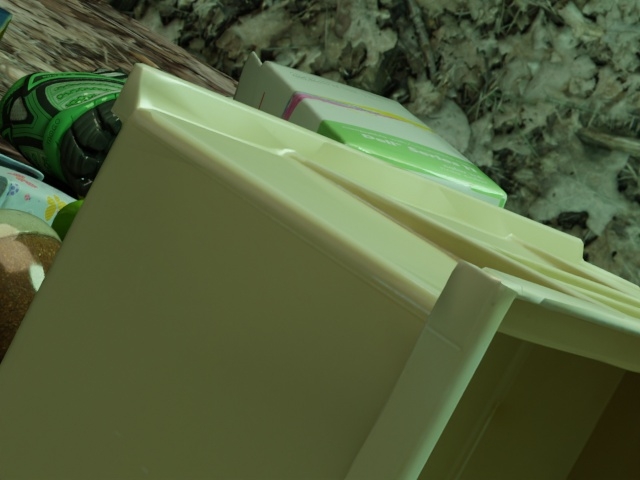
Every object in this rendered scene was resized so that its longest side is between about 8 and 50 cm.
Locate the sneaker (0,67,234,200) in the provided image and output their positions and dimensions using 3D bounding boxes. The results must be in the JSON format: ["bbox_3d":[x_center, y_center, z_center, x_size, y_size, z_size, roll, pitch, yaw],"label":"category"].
[{"bbox_3d":[-0.157,-0.102,1.678,0.146,0.134,0.343,32,10,25],"label":"sneaker"}]

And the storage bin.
[{"bbox_3d":[0.008,0.121,0.497,0.123,0.262,0.260,33,9,37],"label":"storage bin"}]

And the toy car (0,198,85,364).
[{"bbox_3d":[-0.117,0.096,0.716,0.155,0.149,0.188,-16,66,-37],"label":"toy car"}]

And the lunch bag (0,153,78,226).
[{"bbox_3d":[-0.176,-0.019,1.001,0.083,0.053,0.071,23,1,42],"label":"lunch bag"}]

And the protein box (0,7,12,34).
[{"bbox_3d":[-0.338,-0.136,1.277,0.201,0.136,0.200,28,8,-11],"label":"protein box"}]

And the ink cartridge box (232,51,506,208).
[{"bbox_3d":[0.000,0.000,1.310,0.119,0.207,0.353,15,13,-16],"label":"ink cartridge box"}]
